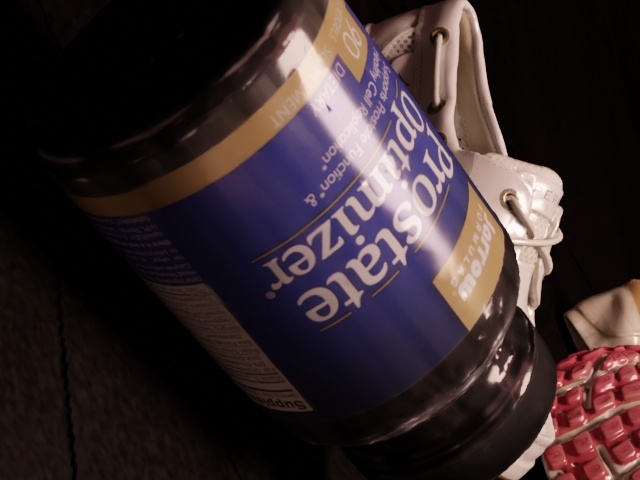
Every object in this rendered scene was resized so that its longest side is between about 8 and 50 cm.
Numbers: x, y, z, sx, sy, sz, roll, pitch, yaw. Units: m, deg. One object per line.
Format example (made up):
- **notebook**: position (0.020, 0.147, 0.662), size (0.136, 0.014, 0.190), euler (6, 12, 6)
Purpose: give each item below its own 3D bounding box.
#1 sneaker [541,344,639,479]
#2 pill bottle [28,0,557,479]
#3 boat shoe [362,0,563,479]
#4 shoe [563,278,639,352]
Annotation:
- **sneaker**: position (0.192, 0.187, 0.960), size (0.112, 0.121, 0.299), euler (87, -5, -51)
- **pill bottle**: position (0.000, 0.000, 0.655), size (0.219, 0.123, 0.123), euler (51, 24, -32)
- **boat shoe**: position (0.083, -0.013, 0.914), size (0.098, 0.096, 0.277), euler (30, 39, -58)
- **shoe**: position (0.223, 0.137, 1.163), size (0.076, 0.058, 0.219), euler (113, -39, -75)
